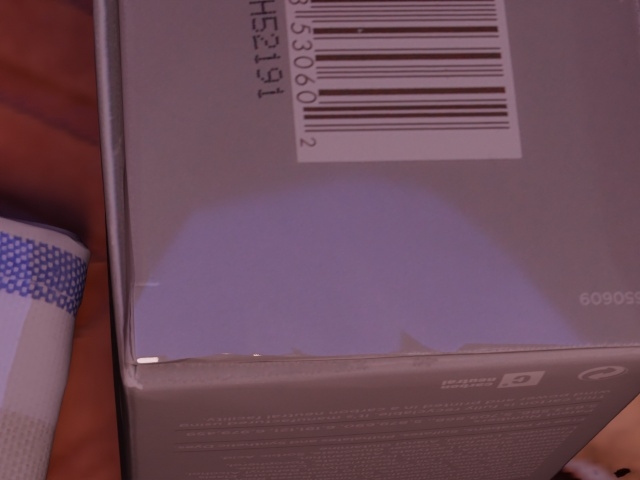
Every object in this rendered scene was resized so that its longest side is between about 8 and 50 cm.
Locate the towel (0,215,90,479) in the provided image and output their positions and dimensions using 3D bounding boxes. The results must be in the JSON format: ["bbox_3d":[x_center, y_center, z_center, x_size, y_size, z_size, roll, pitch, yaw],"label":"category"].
[{"bbox_3d":[-0.186,0.106,0.490,0.209,0.034,0.285,12,74,-4],"label":"towel"}]

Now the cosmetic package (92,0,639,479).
[{"bbox_3d":[0.000,0.000,0.436,0.107,0.238,0.127,-3,70,-9],"label":"cosmetic package"}]
